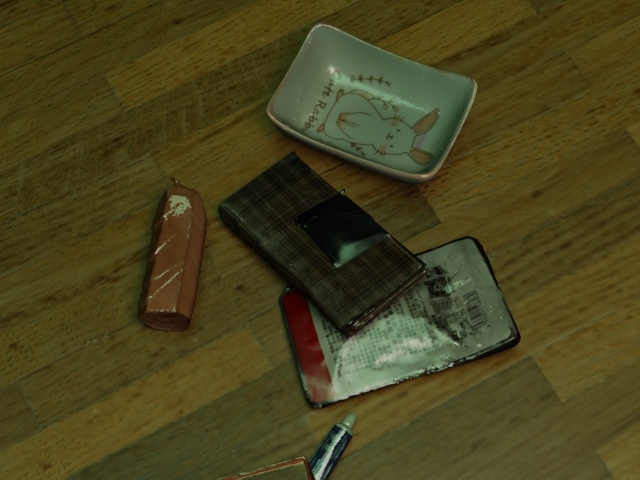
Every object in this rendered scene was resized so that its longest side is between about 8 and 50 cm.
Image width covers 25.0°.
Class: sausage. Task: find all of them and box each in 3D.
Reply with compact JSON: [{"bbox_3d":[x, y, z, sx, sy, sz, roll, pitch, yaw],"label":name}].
[{"bbox_3d":[-0.161,0.013,1.606,0.065,0.065,0.169,5,64,4],"label":"sausage"}]

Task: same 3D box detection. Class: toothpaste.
[{"bbox_3d":[-0.003,0.239,1.509,0.037,0.021,0.140,30,73,16],"label":"toothpaste"}]

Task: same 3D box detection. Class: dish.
[{"bbox_3d":[0.058,-0.146,1.667,0.212,0.077,0.151,22,65,13],"label":"dish"}]

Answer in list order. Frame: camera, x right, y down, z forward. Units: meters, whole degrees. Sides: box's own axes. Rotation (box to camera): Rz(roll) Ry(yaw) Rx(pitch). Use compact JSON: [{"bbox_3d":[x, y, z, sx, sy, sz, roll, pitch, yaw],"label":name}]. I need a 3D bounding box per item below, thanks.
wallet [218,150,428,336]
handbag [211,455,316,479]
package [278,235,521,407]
[{"bbox_3d":[0.000,0.000,1.599,0.124,0.042,0.230,-38,55,-16],"label":"wallet"},{"bbox_3d":[-0.092,0.277,1.426,0.190,0.127,0.063,-15,62,0],"label":"handbag"},{"bbox_3d":[0.082,0.082,1.577,0.239,0.030,0.154,-15,57,-5],"label":"package"}]
